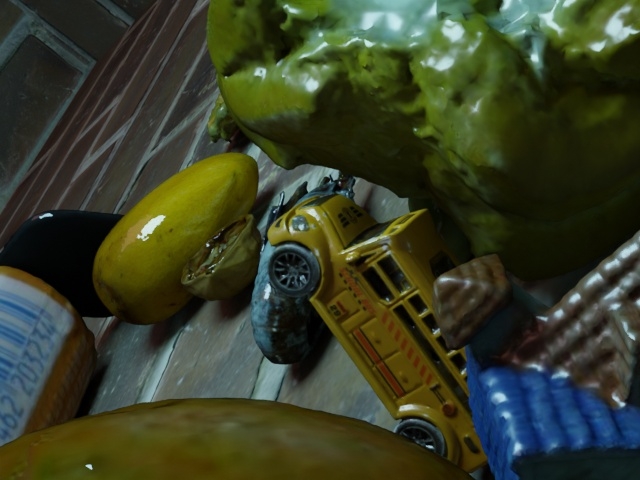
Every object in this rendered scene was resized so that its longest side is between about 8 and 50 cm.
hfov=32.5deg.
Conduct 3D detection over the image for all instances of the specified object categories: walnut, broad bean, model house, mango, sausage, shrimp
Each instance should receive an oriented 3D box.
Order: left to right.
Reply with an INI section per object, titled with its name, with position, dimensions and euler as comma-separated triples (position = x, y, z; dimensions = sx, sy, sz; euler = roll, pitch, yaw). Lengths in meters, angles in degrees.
[sausage]
position = -0.386, 0.195, 1.172
dimensions = 0.233, 0.233, 0.287
euler = -39, 25, 34
[mango]
position = -0.146, -0.007, 1.156
dimensions = 0.219, 0.112, 0.145
euler = -45, -1, -3
[walnut]
position = -0.085, 0.023, 1.053
dimensions = 0.091, 0.052, 0.121
euler = -40, 15, 12
[shrimp]
position = 0.000, 0.000, 0.884
dimensions = 0.090, 0.079, 0.233
euler = 4, 47, 24
[broad bean]
position = 0.085, -0.013, 0.755
dimensions = 0.063, 0.045, 0.083
euler = -43, 30, 29
[model house]
position = 0.113, 0.057, 0.418
dimensions = 0.148, 0.149, 0.119
euler = -46, 22, 23

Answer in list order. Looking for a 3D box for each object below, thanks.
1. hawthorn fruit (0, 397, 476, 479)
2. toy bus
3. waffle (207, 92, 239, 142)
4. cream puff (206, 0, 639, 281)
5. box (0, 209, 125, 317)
[hawthorn fruit]
position = -0.067, 0.177, 0.382
dimensions = 0.277, 0.298, 0.276
euler = -166, 90, -73
[toy bus]
position = 0.045, 0.040, 0.566
dimensions = 0.074, 0.162, 0.069
euler = -36, -1, 28
[waffle]
position = -0.076, -0.231, 1.389
dimensions = 0.243, 0.059, 0.238
euler = -60, 5, -31
[cream puff]
position = 0.111, -0.120, 0.648
dimensions = 0.323, 0.269, 0.274
euler = -40, -9, 8
[box]
position = -0.275, 0.027, 1.266
dimensions = 0.212, 0.201, 0.042
euler = -44, 48, 40
